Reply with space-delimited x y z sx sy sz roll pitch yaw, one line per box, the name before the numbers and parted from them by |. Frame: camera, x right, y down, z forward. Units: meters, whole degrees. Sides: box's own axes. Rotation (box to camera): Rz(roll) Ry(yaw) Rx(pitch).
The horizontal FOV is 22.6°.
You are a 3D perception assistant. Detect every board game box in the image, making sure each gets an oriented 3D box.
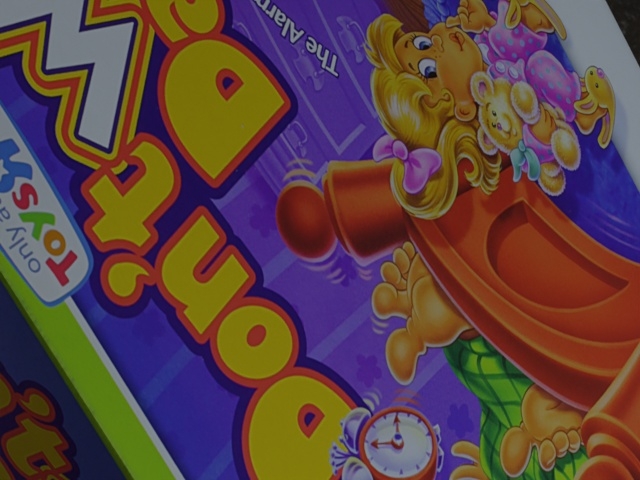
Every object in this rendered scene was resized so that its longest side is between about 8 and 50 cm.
board game box | 0.000 0.000 0.426 0.078 0.347 0.233 -16 -161 45
